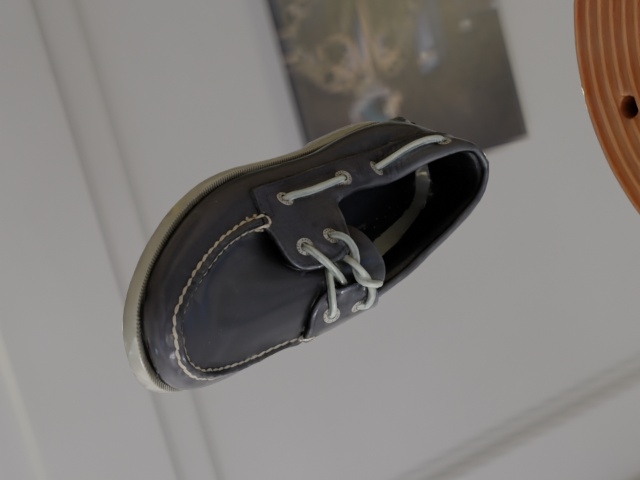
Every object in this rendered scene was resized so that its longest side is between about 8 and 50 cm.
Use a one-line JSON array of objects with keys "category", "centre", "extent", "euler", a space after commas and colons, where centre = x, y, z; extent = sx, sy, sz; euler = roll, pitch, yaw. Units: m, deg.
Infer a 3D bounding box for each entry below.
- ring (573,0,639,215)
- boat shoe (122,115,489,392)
[{"category": "ring", "centre": [0.270, -0.123, 0.855], "extent": [0.032, 0.336, 0.337], "euler": [-7, -177, -40]}, {"category": "boat shoe", "centre": [0.000, 0.000, 0.668], "extent": [0.065, 0.075, 0.206], "euler": [2, -155, 36]}]
